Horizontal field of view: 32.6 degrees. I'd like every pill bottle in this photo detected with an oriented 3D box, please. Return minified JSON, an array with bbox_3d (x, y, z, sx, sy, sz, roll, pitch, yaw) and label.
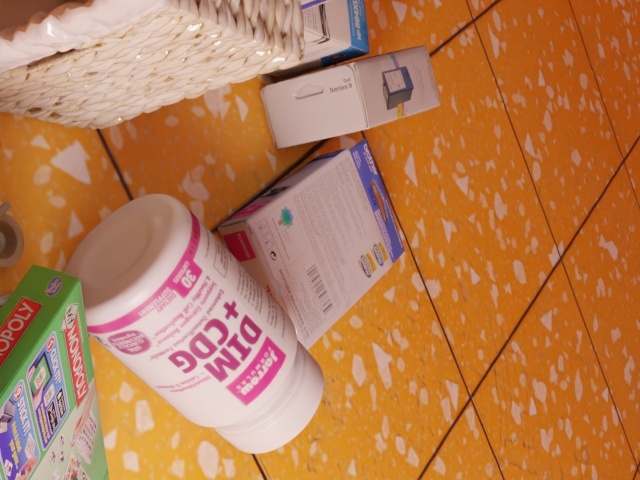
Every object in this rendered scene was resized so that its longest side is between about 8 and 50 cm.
[{"bbox_3d":[-0.126,0.097,1.164,0.283,0.160,0.160,49,44,-35],"label":"pill bottle"}]

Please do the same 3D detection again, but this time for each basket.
[{"bbox_3d":[-0.209,-0.296,1.023,0.266,0.328,0.331,12,70,-55],"label":"basket"}]

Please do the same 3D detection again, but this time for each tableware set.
[{"bbox_3d":[-0.314,0.053,1.037,0.141,0.020,0.169,-48,118,-49],"label":"tableware set"}]

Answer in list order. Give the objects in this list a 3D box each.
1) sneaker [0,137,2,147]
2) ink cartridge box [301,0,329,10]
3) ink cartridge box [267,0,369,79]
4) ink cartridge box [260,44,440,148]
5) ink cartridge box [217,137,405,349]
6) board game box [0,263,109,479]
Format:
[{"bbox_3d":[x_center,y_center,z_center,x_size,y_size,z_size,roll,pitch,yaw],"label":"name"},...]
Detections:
[{"bbox_3d":[-0.337,-0.024,0.952,0.081,0.094,0.208,32,52,-28],"label":"sneaker"},{"bbox_3d":[-0.107,-0.383,1.189,0.071,0.324,0.330,-17,94,-54],"label":"ink cartridge box"},{"bbox_3d":[-0.056,-0.276,1.382,0.203,0.148,0.086,8,76,-54],"label":"ink cartridge box"},{"bbox_3d":[0.044,-0.196,1.492,0.212,0.154,0.093,-22,100,-55],"label":"ink cartridge box"},{"bbox_3d":[0.000,0.000,1.455,0.311,0.065,0.186,-39,112,-49],"label":"ink cartridge box"},{"bbox_3d":[-0.252,0.201,0.907,0.317,0.046,0.213,95,15,-47],"label":"board game box"}]
